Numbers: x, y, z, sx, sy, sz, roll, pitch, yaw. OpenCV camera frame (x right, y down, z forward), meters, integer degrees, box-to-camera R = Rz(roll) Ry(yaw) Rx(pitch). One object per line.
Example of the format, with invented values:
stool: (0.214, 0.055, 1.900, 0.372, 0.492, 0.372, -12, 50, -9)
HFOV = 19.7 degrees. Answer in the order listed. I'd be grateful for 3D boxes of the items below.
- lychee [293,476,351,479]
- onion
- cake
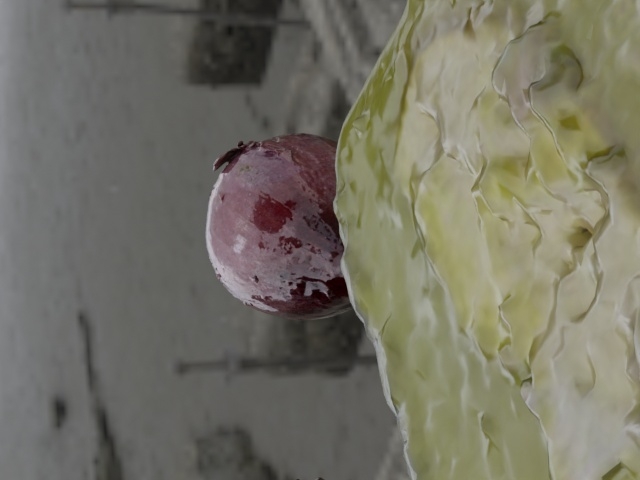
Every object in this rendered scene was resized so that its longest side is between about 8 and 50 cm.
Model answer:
lychee: (0.003, 0.315, 1.450, 0.300, 0.264, 0.264, 118, 148, -86)
onion: (0.000, 0.000, 1.492, 0.195, 0.159, 0.159, 30, 122, 44)
cake: (0.106, 0.003, 0.435, 0.179, 0.156, 0.260, -56, 41, 41)
